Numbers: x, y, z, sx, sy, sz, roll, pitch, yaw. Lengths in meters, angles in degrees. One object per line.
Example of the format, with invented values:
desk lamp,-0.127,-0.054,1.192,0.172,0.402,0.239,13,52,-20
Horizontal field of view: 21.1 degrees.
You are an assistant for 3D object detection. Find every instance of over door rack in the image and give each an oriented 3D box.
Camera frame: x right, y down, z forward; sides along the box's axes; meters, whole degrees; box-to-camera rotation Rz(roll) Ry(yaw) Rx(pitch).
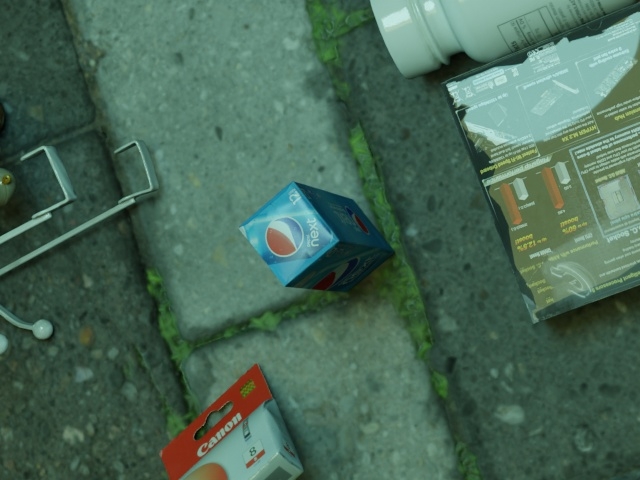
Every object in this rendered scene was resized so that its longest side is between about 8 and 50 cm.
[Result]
over door rack,-0.306,0.040,1.655,0.324,0.239,0.108,-39,84,14

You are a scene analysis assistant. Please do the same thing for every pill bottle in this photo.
pill bottle,0.168,-0.238,1.595,0.229,0.131,0.131,-21,82,14

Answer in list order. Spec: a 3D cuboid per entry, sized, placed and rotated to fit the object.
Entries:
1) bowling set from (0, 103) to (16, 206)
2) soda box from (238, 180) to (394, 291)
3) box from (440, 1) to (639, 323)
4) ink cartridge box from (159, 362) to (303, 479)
bowling set,-0.368,-0.064,1.717,0.287,0.200,0.154,-22,94,49
soda box,0.000,0.000,1.591,0.067,0.210,0.071,-41,77,11
box,0.297,-0.089,1.571,0.307,0.076,0.242,-22,87,14
ink cartridge box,-0.099,0.204,1.642,0.145,0.045,0.179,-43,36,10
